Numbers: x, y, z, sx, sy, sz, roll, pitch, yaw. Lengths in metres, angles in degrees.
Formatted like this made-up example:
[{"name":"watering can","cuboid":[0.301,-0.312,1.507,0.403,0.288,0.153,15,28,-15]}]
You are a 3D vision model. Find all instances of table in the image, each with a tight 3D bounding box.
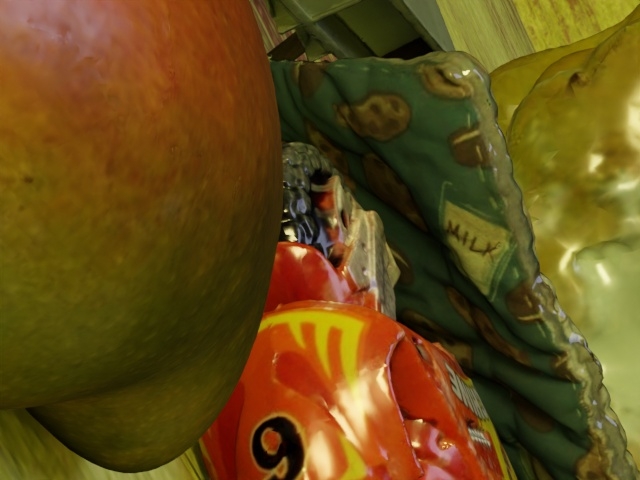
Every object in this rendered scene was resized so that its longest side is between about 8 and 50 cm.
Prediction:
[{"name":"table","cuboid":[-0.036,-0.137,0.807,0.240,0.111,0.121,36,33,-67]}]

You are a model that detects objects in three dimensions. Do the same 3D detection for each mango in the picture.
[{"name":"mango","cuboid":[-0.075,-0.029,0.447,0.289,0.129,0.146,54,15,-75]}]

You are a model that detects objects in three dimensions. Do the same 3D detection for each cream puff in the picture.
[{"name":"cream puff","cuboid":[0.220,0.044,1.004,0.275,0.378,0.378,16,52,-65]}]

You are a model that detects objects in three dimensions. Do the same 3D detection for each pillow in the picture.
[{"name":"pillow","cuboid":[0.045,0.034,0.797,0.189,0.034,0.255,6,-52,55]}]

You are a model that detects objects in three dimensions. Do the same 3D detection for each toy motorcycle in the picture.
[{"name":"toy motorcycle","cuboid":[0.032,0.111,0.716,0.171,0.089,0.298,-64,131,-72]}]
